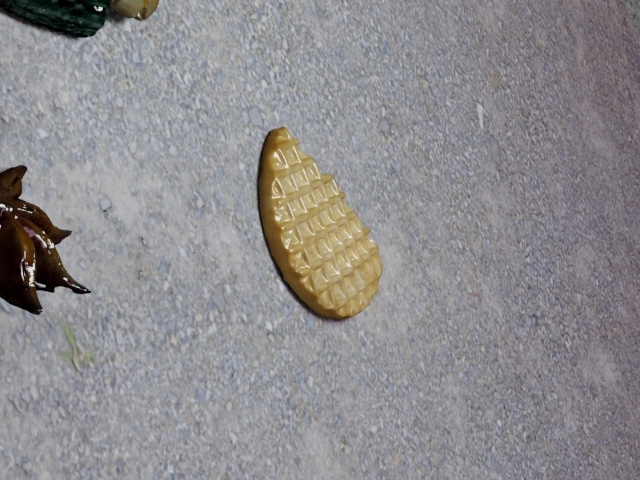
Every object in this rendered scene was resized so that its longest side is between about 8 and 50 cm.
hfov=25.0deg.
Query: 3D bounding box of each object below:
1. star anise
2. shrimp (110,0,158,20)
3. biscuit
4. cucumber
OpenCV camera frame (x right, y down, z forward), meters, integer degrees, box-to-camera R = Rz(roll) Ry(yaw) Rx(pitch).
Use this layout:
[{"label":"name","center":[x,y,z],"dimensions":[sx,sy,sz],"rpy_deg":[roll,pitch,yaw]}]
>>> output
[{"label":"star anise","center":[-0.352,-0.017,1.470],"dimensions":[0.272,0.102,0.272],"rpy_deg":[49,15,-18]},{"label":"shrimp","center":[-0.287,-0.397,1.766],"dimensions":[0.294,0.062,0.154],"rpy_deg":[57,23,-34]},{"label":"biscuit","center":[0.000,0.000,2.089],"dimensions":[0.309,0.040,0.205],"rpy_deg":[53,38,-34]},{"label":"cucumber","center":[-0.320,-0.311,1.658],"dimensions":[0.193,0.085,0.115],"rpy_deg":[8,73,-51]}]
